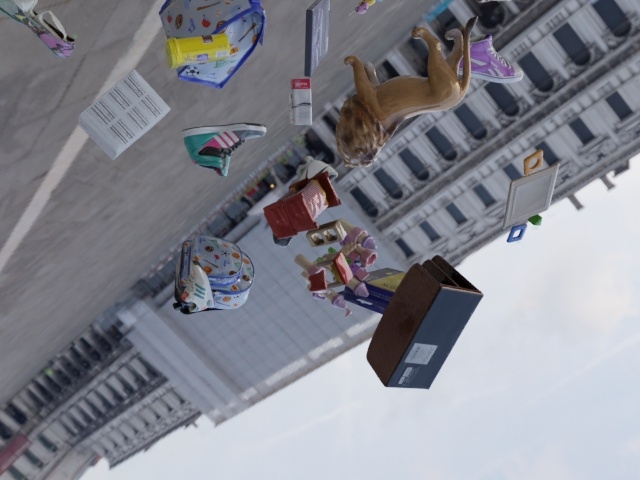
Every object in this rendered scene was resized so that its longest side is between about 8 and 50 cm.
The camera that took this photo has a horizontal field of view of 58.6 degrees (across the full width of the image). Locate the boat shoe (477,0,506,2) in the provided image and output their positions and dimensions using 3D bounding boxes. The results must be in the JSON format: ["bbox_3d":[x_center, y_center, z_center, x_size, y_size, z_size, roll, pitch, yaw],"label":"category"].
[{"bbox_3d":[0.425,-0.647,1.325,0.110,0.122,0.341,-12,172,8],"label":"boat shoe"}]

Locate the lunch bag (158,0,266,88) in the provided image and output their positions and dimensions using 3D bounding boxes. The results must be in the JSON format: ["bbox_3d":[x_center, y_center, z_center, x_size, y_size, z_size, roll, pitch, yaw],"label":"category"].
[{"bbox_3d":[-0.358,-0.788,2.006,0.238,0.328,0.385,-2,152,-46],"label":"lunch bag"}]

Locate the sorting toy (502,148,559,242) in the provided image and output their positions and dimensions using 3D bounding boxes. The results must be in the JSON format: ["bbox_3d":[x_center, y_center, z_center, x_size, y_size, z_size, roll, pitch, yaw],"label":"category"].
[{"bbox_3d":[0.642,-0.145,1.767,0.196,0.348,0.047,-23,-134,-16],"label":"sorting toy"}]

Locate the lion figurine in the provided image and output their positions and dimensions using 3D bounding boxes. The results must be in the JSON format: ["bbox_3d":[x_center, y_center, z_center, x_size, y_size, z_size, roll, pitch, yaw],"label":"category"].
[{"bbox_3d":[0.197,-0.329,1.300,0.392,0.240,0.142,-18,174,25],"label":"lion figurine"}]

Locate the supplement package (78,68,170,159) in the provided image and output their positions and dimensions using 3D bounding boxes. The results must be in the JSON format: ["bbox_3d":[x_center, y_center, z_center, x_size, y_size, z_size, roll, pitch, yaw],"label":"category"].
[{"bbox_3d":[-0.576,-0.361,1.663,0.203,0.149,0.194,-46,-161,-16],"label":"supplement package"}]

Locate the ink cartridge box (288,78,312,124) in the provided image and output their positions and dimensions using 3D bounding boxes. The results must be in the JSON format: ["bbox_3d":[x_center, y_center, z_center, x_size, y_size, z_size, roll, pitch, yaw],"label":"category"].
[{"bbox_3d":[-0.070,-0.465,1.925,0.063,0.151,0.109,-4,-168,-12],"label":"ink cartridge box"}]

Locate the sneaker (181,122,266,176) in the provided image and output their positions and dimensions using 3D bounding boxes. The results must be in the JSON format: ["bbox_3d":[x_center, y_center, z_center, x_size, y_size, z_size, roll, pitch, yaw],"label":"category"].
[{"bbox_3d":[-0.327,-0.316,2.010,0.295,0.179,0.124,-9,-175,-15],"label":"sneaker"}]

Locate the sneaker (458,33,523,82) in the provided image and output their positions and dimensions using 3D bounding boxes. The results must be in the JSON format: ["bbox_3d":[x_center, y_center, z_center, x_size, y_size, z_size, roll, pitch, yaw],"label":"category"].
[{"bbox_3d":[0.669,-0.705,2.201,0.102,0.282,0.161,-96,-165,-52],"label":"sneaker"}]

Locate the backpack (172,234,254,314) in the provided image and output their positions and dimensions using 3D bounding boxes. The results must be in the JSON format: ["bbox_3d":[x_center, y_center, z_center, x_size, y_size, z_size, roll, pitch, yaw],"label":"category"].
[{"bbox_3d":[-0.366,0.115,2.005,0.213,0.263,0.277,-54,-149,43],"label":"backpack"}]

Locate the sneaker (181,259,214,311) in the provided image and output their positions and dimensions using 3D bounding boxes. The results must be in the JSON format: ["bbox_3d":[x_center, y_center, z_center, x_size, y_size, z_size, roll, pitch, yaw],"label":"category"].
[{"bbox_3d":[-0.332,0.127,1.505,0.075,0.161,0.057,-25,-136,-22],"label":"sneaker"}]

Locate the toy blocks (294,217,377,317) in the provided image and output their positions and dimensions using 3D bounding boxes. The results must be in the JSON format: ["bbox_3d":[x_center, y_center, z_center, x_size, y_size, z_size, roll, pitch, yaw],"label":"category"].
[{"bbox_3d":[0.105,0.133,2.164,0.288,0.260,0.309,-42,148,-18],"label":"toy blocks"}]

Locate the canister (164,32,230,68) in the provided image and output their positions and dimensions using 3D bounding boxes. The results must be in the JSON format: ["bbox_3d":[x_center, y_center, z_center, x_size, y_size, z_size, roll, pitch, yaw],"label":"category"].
[{"bbox_3d":[-0.358,-0.554,1.662,0.169,0.073,0.126,-14,-168,-18],"label":"canister"}]

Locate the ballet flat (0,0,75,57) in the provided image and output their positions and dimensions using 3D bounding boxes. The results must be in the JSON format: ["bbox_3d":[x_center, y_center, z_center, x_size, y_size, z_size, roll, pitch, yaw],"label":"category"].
[{"bbox_3d":[-0.719,-0.562,1.443,0.079,0.221,0.077,-39,-153,21],"label":"ballet flat"}]

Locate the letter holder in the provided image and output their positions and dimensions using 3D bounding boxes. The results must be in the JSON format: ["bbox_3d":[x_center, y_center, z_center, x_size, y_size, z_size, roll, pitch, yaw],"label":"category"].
[{"bbox_3d":[0.236,0.194,1.468,0.214,0.152,0.302,51,-57,51],"label":"letter holder"}]

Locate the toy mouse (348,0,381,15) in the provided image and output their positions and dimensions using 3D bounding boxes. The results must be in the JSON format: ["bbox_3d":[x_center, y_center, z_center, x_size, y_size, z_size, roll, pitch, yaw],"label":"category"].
[{"bbox_3d":[0.173,-0.816,1.951,0.161,0.031,0.143,-38,-158,-2],"label":"toy mouse"}]

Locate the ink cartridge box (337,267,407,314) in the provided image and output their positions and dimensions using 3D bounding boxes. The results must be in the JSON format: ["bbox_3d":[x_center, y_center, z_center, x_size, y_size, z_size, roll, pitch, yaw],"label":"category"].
[{"bbox_3d":[0.250,0.182,2.164,0.307,0.072,0.303,-9,-164,-38],"label":"ink cartridge box"}]

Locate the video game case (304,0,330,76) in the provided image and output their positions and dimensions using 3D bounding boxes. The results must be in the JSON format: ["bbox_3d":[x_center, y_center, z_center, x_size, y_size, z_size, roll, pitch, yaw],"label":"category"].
[{"bbox_3d":[-0.008,-0.653,1.793,0.274,0.026,0.196,-68,165,-54],"label":"video game case"}]

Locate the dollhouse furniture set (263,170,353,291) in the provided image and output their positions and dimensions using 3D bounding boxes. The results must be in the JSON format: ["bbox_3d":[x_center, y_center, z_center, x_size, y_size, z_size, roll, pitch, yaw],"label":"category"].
[{"bbox_3d":[0.000,0.000,1.758,0.152,0.374,0.201,-16,-160,31],"label":"dollhouse furniture set"}]

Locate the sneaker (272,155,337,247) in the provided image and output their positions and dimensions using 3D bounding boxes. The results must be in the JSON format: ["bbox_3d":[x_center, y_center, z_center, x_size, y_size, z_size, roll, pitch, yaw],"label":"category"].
[{"bbox_3d":[-0.050,-0.116,1.938,0.122,0.146,0.331,20,94,-63],"label":"sneaker"}]
